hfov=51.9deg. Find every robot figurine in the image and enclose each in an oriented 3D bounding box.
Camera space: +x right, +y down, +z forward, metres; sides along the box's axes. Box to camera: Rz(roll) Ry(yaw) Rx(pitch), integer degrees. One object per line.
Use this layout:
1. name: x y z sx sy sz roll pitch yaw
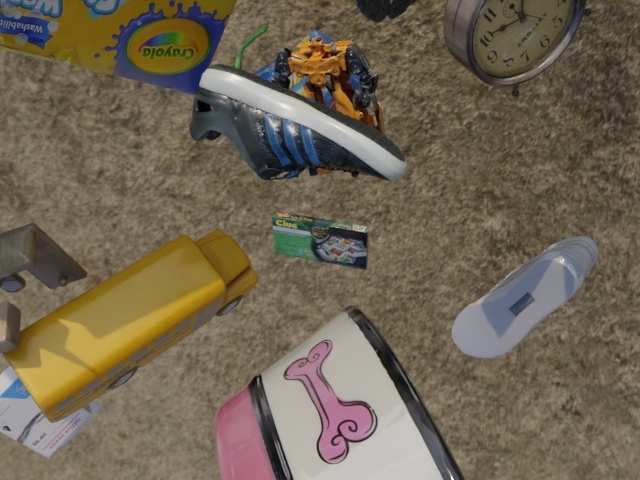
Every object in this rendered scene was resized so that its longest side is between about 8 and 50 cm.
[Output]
1. robot figurine: 0.025 -0.254 1.250 0.211 0.085 0.291 5 131 24

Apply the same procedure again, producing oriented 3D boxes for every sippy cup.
1. sippy cup: -0.030 -0.348 1.510 0.224 0.305 0.240 -41 55 22

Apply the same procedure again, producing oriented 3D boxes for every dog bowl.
1. dog bowl: 0.039 0.270 0.554 0.150 0.408 0.408 -23 104 -6

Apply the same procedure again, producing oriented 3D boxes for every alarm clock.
1. alarm clock: 0.167 -0.221 0.606 0.129 0.192 0.064 -49 48 16

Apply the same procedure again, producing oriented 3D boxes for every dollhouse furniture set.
1. dollhouse furniture set: -0.382 0.092 0.804 0.144 0.151 0.123 -18 145 4

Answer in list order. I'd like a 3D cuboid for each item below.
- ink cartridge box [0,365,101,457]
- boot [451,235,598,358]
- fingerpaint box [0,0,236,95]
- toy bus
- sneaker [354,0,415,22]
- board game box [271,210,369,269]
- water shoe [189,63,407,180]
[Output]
1. ink cartridge box: -0.458 0.284 1.091 0.180 0.104 0.060 47 173 -34
2. boot: 0.320 0.089 1.018 0.095 0.123 0.258 54 135 10
3. fingerpaint box: -0.245 -0.361 0.583 0.163 0.445 0.371 37 111 28
4. toy bus: -0.238 0.097 0.879 0.108 0.333 0.130 51 153 10
5. sneaker: 0.164 -0.563 1.075 0.410 0.158 0.182 -44 59 4
6. board game box: 0.000 0.000 1.749 0.260 0.030 0.136 11 135 13
7. water shoe: -0.022 -0.086 0.588 0.203 0.073 0.080 27 108 13
